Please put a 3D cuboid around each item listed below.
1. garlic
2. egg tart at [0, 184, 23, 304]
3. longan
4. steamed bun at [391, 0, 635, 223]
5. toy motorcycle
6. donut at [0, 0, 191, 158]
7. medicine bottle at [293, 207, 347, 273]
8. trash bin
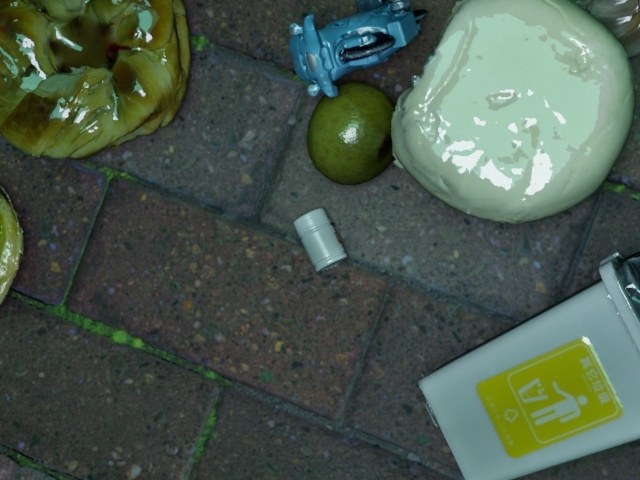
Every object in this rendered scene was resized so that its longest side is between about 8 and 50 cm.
[{"bbox_3d":[0.425,-0.335,1.464,0.194,0.127,0.131,-12,64,34],"label":"garlic"},{"bbox_3d":[-0.610,0.018,1.615,0.278,0.095,0.279,-1,81,9],"label":"egg tart"},{"bbox_3d":[0.044,-0.167,1.501,0.155,0.176,0.145,-47,124,-14],"label":"longan"},{"bbox_3d":[0.284,-0.183,1.408,0.312,0.233,0.334,39,97,8],"label":"steamed bun"},{"bbox_3d":[0.055,-0.299,1.448,0.182,0.272,0.124,-8,111,26],"label":"toy motorcycle"},{"bbox_3d":[-0.382,-0.298,1.558,0.360,0.170,0.360,-1,85,11],"label":"donut"},{"bbox_3d":[0.000,0.000,1.530,0.057,0.057,0.089,-28,83,7],"label":"medicine bottle"},{"bbox_3d":[0.356,0.189,1.379,0.367,0.296,0.256,-29,83,21],"label":"trash bin"}]
